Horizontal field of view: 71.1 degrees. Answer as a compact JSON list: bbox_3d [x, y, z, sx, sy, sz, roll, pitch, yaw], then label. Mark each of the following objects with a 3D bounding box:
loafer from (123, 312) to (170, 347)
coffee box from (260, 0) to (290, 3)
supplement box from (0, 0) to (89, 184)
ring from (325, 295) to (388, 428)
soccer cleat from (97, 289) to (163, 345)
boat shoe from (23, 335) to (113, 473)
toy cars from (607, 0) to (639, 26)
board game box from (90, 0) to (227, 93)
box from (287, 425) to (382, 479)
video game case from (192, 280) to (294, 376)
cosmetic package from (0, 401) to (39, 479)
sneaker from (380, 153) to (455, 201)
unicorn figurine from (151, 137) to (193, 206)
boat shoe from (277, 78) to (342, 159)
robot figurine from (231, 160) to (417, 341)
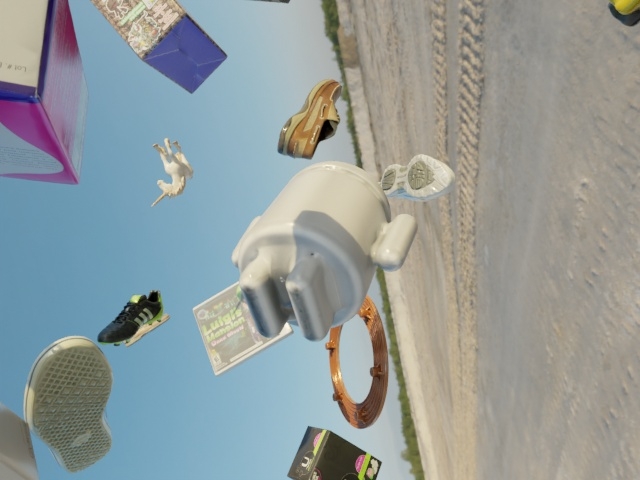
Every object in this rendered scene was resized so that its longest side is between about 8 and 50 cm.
[{"bbox_3d":[-0.442,0.217,1.130,0.039,0.125,0.045,54,150,-1],"label":"loafer"},{"bbox_3d":[-0.114,-0.257,0.359,0.040,0.184,0.113,-58,-9,34],"label":"coffee box"},{"bbox_3d":[-0.272,-0.132,0.379,0.220,0.111,0.114,155,117,-65],"label":"supplement box"},{"bbox_3d":[0.077,0.292,1.120,0.336,0.032,0.336,-178,90,-70],"label":"ring"},{"bbox_3d":[-0.366,0.146,0.866,0.179,0.060,0.072,-42,-46,-74],"label":"soccer cleat"},{"bbox_3d":[-0.608,0.387,1.086,0.156,0.187,0.500,44,138,28],"label":"boat shoe"},{"bbox_3d":[0.418,-0.346,0.423,0.087,0.394,0.176,55,-174,14],"label":"toy cars"},{"bbox_3d":[-0.402,-0.535,1.074,0.291,0.141,0.232,49,-172,7],"label":"board game box"},{"bbox_3d":[0.016,0.262,0.515,0.083,0.052,0.062,38,-120,-16],"label":"box"},{"bbox_3d":[-0.175,0.177,0.991,0.173,0.190,0.022,60,-177,30],"label":"video game case"},{"bbox_3d":[-0.654,0.312,0.730,0.197,0.155,0.365,29,149,46],"label":"cosmetic package"},{"bbox_3d":[0.227,-0.125,0.958,0.232,0.115,0.090,-160,81,-69],"label":"sneaker"},{"bbox_3d":[-0.291,-0.142,0.891,0.111,0.060,0.162,65,-160,-7],"label":"unicorn figurine"},{"bbox_3d":[-0.005,-0.340,1.298,0.324,0.120,0.122,-60,-9,-31],"label":"boat shoe"},{"bbox_3d":[0.000,0.000,0.729,0.353,0.300,0.200,-60,-34,-49],"label":"robot figurine"}]
